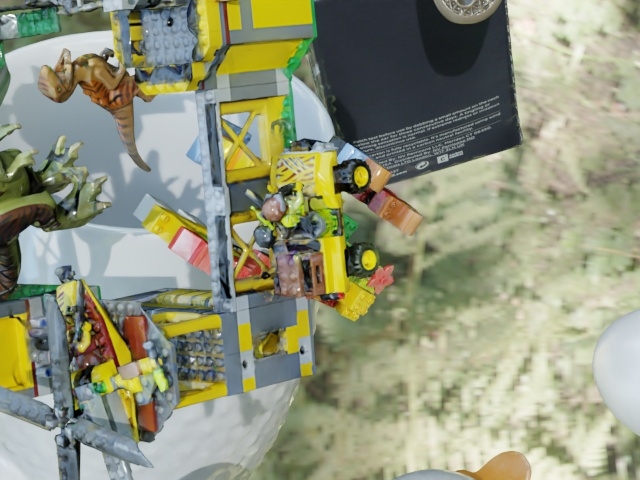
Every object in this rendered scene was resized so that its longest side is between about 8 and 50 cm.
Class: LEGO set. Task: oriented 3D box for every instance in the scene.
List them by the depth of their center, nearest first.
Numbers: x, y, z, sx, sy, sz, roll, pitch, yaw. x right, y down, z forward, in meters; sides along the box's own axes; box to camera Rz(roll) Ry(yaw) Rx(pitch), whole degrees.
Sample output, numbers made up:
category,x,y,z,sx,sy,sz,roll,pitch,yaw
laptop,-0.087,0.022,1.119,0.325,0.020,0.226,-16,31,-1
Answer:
category,x,y,z,sx,sy,sz,roll,pitch,yaw
LEGO set,-0.159,-0.015,0.842,0.331,0.192,0.254,11,105,41

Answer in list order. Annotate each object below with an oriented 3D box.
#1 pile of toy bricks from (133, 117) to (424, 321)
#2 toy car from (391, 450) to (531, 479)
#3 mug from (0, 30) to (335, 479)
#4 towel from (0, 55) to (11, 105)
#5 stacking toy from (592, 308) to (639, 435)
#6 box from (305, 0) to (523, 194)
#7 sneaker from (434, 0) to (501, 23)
category,x,y,z,sx,sy,sz,roll,pitch,yaw
pile of toy bricks,0.000,0.000,1.188,0.105,0.212,0.118,38,98,40
toy car,0.040,0.219,1.239,0.238,0.219,0.210,-41,25,-20
mug,-0.175,0.066,1.406,0.276,0.374,0.328,34,133,35
towel,-0.217,-0.071,1.140,0.023,0.152,0.113,31,81,1
stacking toy,0.458,0.150,1.550,0.480,0.350,0.350,19,97,5
box,0.046,-0.278,1.742,0.179,0.312,0.343,-16,59,-1
sneaker,0.096,-0.232,1.309,0.066,0.071,0.188,-3,78,-2
